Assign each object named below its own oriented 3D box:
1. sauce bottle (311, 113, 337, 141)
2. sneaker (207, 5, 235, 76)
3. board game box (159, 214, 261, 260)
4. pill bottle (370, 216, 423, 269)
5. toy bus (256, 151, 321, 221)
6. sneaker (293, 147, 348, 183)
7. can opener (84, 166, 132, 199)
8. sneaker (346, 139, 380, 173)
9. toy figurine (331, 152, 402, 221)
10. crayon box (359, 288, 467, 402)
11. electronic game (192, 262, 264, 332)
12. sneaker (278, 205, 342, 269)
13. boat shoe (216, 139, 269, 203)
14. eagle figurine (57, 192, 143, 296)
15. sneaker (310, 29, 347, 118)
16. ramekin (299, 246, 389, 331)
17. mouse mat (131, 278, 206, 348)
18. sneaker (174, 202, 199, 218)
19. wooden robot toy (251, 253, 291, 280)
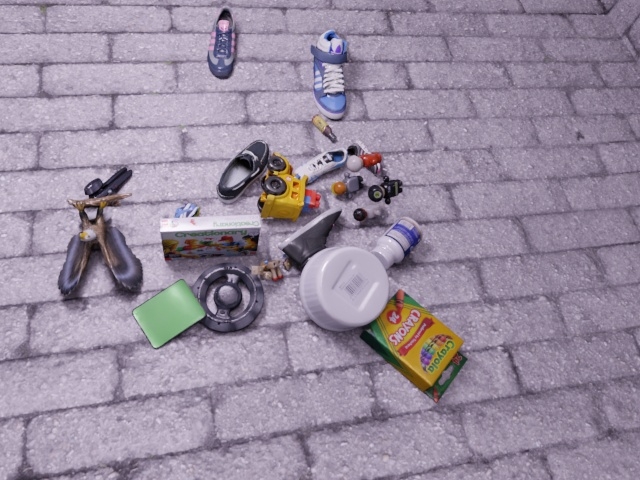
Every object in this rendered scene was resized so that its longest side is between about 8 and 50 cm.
[{"bbox_3d":[0.016,-0.442,2.135,0.042,0.042,0.128,-32,70,-25],"label":"sauce bottle"},{"bbox_3d":[-0.402,-0.814,2.206,0.112,0.131,0.319,2,61,-11],"label":"sneaker"},{"bbox_3d":[-0.349,-0.008,1.735,0.305,0.193,0.053,-4,62,-13],"label":"board game box"},{"bbox_3d":[0.261,0.013,1.893,0.112,0.112,0.187,41,62,12],"label":"pill bottle"},{"bbox_3d":[-0.104,-0.180,1.910,0.211,0.149,0.220,10,58,-11],"label":"toy bus"},{"bbox_3d":[-0.001,-0.284,2.021,0.237,0.086,0.085,-30,72,-23],"label":"sneaker"},{"bbox_3d":[-0.712,-0.190,1.843,0.059,0.073,0.186,33,51,17],"label":"can opener"},{"bbox_3d":[0.160,-0.312,2.082,0.075,0.063,0.170,-26,64,-23],"label":"sneaker"},{"bbox_3d":[0.158,-0.186,1.924,0.148,0.209,0.213,-21,70,-39],"label":"toy figurine"},{"bbox_3d":[0.313,0.333,1.744,0.318,0.081,0.202,39,61,11],"label":"crayon box"},{"bbox_3d":[-0.294,0.179,1.725,0.229,0.048,0.229,2,67,-4],"label":"electronic game"},{"bbox_3d":[0.000,0.000,1.865,0.296,0.104,0.147,-38,91,-36],"label":"sneaker"},{"bbox_3d":[-0.268,-0.264,1.951,0.114,0.091,0.302,24,60,2],"label":"boat shoe"},{"bbox_3d":[-0.698,0.014,1.685,0.226,0.225,0.298,-6,92,29],"label":"eagle figurine"},{"bbox_3d":[0.044,-0.676,2.158,0.130,0.236,0.322,-3,62,-13],"label":"sneaker"},{"bbox_3d":[0.084,0.149,1.717,0.277,0.135,0.277,3,80,-20],"label":"ramekin"},{"bbox_3d":[-0.465,0.224,1.671,0.190,0.007,0.152,-34,72,-12],"label":"mouse mat"},{"bbox_3d":[-0.470,-0.073,1.830,0.059,0.053,0.144,33,52,7],"label":"sneaker"},{"bbox_3d":[-0.175,0.094,1.791,0.173,0.079,0.076,-19,104,-52],"label":"wooden robot toy"}]
